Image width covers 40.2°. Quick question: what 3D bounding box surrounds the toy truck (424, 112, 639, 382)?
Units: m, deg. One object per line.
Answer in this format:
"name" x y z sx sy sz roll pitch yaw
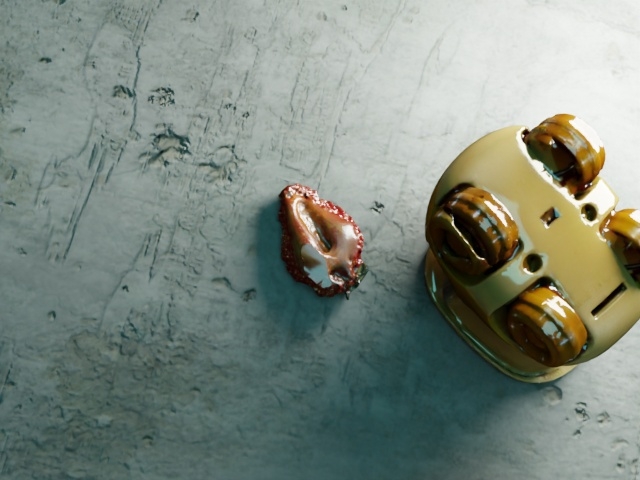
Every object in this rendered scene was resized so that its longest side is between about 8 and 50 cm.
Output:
"toy truck" 0.240 0.019 0.974 0.204 0.211 0.288 -39 89 -16

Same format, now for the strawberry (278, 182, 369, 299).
"strawberry" 0.000 0.000 1.022 0.104 0.048 0.152 -32 87 -18
